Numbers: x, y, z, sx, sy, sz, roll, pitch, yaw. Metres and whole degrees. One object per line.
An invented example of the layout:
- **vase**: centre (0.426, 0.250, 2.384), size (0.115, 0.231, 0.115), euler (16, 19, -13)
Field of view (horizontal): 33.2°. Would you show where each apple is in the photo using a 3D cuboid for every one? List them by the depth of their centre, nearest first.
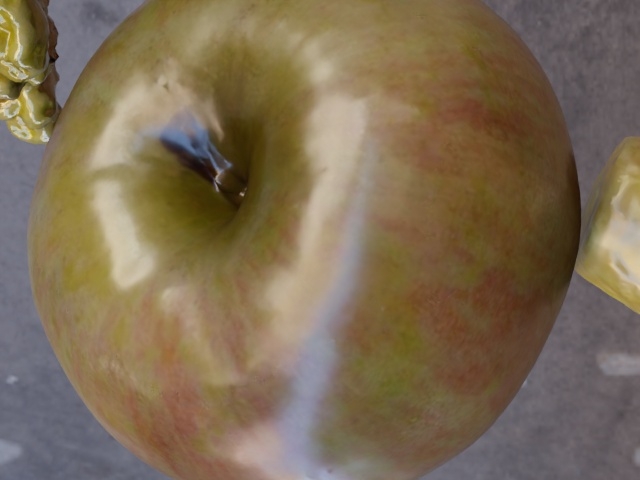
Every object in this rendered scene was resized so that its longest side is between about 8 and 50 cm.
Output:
- **apple**: centre (0.000, 0.000, 0.506), size (0.257, 0.256, 0.234), euler (-10, 156, 25)

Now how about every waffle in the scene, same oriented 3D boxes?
- **waffle**: centre (-0.191, -0.210, 0.586), size (0.058, 0.300, 0.281), euler (-12, 173, -14)

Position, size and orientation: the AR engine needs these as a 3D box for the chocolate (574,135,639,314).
- **chocolate**: centre (0.338, 0.071, 0.523), size (0.445, 0.162, 0.162), euler (25, 148, 11)
